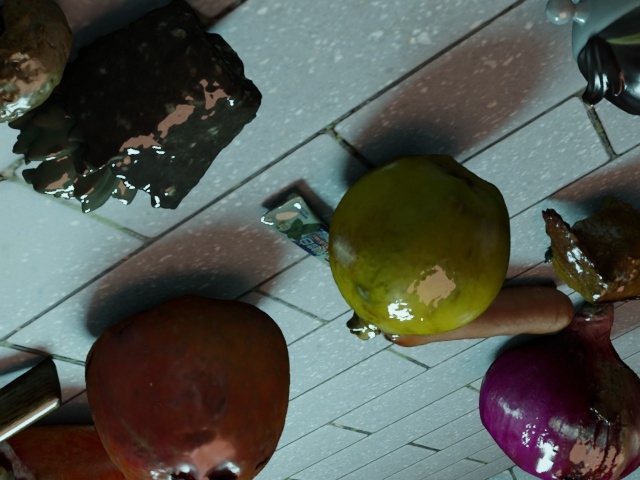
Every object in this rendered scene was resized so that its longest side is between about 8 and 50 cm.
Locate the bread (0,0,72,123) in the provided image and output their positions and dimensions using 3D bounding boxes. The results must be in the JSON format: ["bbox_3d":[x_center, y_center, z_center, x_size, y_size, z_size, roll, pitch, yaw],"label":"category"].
[{"bbox_3d":[-0.240,-0.135,0.649,0.113,0.082,0.060,-33,148,12],"label":"bread"}]

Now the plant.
[{"bbox_3d":[-0.153,-0.100,0.717,0.194,0.129,0.132,-32,151,12],"label":"plant"}]

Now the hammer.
[{"bbox_3d":[-0.508,0.295,1.105,0.408,0.242,0.095,-32,151,-12],"label":"hammer"}]

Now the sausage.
[{"bbox_3d":[0.269,0.122,1.441,0.418,0.094,0.094,-1,116,-34],"label":"sausage"}]

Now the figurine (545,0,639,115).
[{"bbox_3d":[0.397,-0.236,0.843,0.370,0.167,0.281,-23,171,-14],"label":"figurine"}]

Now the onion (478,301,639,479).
[{"bbox_3d":[0.505,0.287,1.723,0.347,0.347,0.385,5,104,-40],"label":"onion"}]

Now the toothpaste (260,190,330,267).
[{"bbox_3d":[0.000,0.000,1.096,0.060,0.038,0.233,-31,148,12],"label":"toothpaste"}]

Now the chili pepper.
[{"bbox_3d":[-0.371,0.399,1.334,0.305,0.229,0.251,10,122,-44],"label":"chili pepper"}]

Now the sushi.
[{"bbox_3d":[0.455,0.018,1.343,0.296,0.179,0.167,-8,132,-29],"label":"sushi"}]

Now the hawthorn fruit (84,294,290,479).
[{"bbox_3d":[-0.164,0.232,1.113,0.276,0.308,0.276,-8,160,-3],"label":"hawthorn fruit"}]

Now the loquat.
[{"bbox_3d":[0.105,0.022,1.008,0.213,0.213,0.246,11,117,-46],"label":"loquat"}]
